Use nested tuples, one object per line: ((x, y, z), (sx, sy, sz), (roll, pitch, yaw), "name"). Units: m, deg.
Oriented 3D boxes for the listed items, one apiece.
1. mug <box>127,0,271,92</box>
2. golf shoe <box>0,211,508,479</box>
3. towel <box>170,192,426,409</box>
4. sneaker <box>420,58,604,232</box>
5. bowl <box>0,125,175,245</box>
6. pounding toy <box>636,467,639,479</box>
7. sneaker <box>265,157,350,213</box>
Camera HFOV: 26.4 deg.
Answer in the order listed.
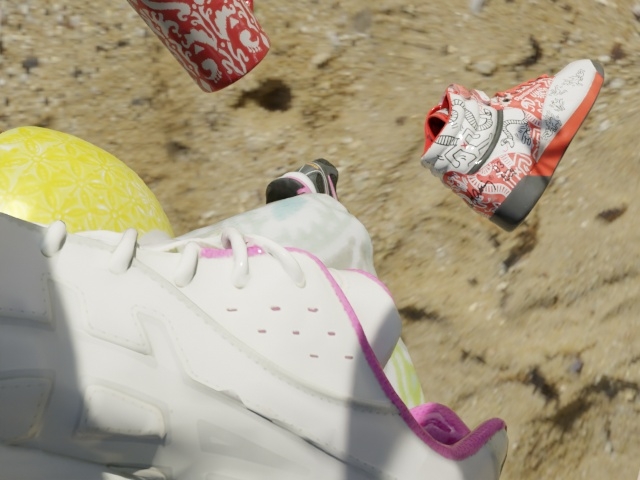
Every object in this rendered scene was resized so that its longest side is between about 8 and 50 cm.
((-0.120, -0.258, 1.421), (0.150, 0.113, 0.169), (-39, 114, -5), "mug")
((-0.062, 0.037, 0.404), (0.306, 0.115, 0.140), (43, 74, -28), "golf shoe")
((-0.045, 0.193, 0.559), (0.090, 0.320, 0.375), (-16, 94, 40), "towel")
((0.208, -0.143, 1.498), (0.145, 0.270, 0.090), (35, 145, -2), "sneaker")
((-0.188, 0.053, 1.147), (0.156, 0.289, 0.290), (6, 98, 20), "bowl")
((0.310, 0.237, 1.189), (0.181, 0.094, 0.206), (11, 58, 18), "pounding toy")
((0.000, 0.000, 1.303), (0.072, 0.077, 0.178), (26, 137, 26), "sneaker")
